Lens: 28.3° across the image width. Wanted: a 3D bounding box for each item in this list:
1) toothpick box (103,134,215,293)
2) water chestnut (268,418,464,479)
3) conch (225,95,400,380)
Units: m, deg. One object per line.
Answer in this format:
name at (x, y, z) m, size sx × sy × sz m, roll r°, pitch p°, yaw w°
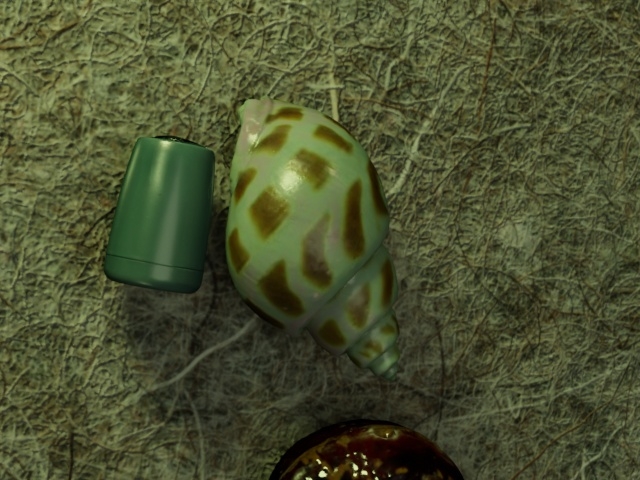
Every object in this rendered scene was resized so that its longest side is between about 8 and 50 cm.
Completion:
toothpick box at (-0.189, -0.033, 1.536) m, size 0.120 × 0.120 × 0.184 m, roll 11°, pitch 88°, yaw -29°
water chestnut at (0.071, 0.381, 1.647) m, size 0.300 × 0.300 × 0.300 m, roll -4°, pitch 99°, yaw -27°
conch at (0.000, -0.001, 1.602) m, size 0.249 × 0.197 × 0.368 m, roll -37°, pitch 120°, yaw -41°
